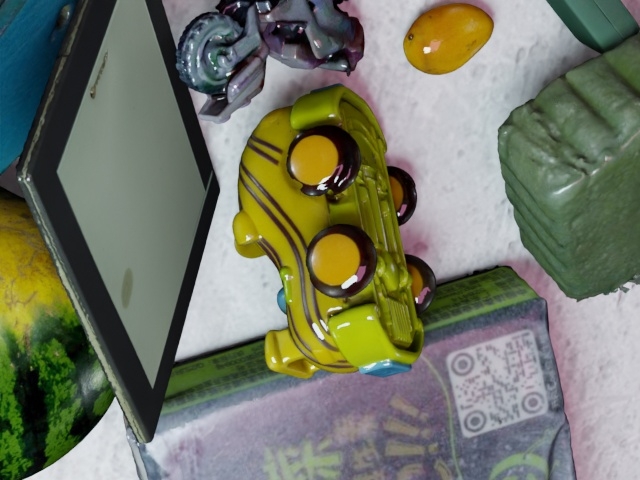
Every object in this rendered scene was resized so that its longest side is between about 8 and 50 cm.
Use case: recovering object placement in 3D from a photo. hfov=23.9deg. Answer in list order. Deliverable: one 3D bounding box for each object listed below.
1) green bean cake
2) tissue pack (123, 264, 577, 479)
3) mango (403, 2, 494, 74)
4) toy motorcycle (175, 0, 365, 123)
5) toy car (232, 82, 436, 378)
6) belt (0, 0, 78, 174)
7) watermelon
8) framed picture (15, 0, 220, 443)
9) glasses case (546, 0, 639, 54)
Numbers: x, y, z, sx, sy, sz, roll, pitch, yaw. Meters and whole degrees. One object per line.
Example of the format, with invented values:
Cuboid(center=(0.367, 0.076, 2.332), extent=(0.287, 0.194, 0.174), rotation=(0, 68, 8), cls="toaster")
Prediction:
Cuboid(center=(0.282, -0.069, 1.354), extent=(0.227, 0.125, 0.222), rotation=(-29, 140, -3), cls="green bean cake")
Cuboid(center=(0.036, 0.214, 1.408), extent=(0.394, 0.124, 0.288), rotation=(-17, 111, -11), cls="tissue pack")
Cuboid(center=(0.115, -0.180, 1.340), extent=(0.089, 0.046, 0.060), rotation=(-21, 116, -23), cls="mango")
Cuboid(center=(-0.035, -0.167, 1.257), extent=(0.213, 0.082, 0.122), rotation=(-40, 123, -34), cls="toy motorcycle")
Cuboid(center=(0.000, 0.000, 1.279), extent=(0.142, 0.200, 0.247), rotation=(-15, 73, 16), cls="toy car")
Cuboid(center=(-0.337, -0.164, 1.055), extent=(0.300, 0.173, 0.436), rotation=(43, 87, 18), cls="belt")
Cuboid(center=(-0.282, 0.073, 1.179), extent=(0.269, 0.269, 0.269), rotation=(-6, 110, -16), cls="watermelon")
Cuboid(center=(-0.138, -0.042, 1.135), extent=(0.016, 0.265, 0.347), rotation=(4, 145, 12), cls="framed picture")
Cuboid(center=(0.204, -0.243, 1.325), extent=(0.039, 0.078, 0.184), rotation=(-42, 115, 3), cls="glasses case")
